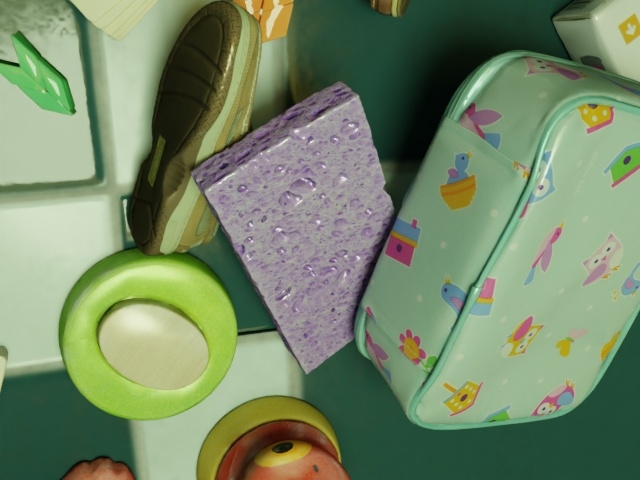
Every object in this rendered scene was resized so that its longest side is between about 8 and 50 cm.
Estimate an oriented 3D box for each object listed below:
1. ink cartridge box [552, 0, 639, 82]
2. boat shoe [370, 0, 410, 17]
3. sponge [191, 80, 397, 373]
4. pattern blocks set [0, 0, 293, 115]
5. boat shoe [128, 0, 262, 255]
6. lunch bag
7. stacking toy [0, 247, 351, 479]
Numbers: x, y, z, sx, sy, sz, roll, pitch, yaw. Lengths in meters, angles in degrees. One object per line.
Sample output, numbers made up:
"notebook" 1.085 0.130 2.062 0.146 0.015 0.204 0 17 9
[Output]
"ink cartridge box" 0.360 -0.090 0.709 0.176 0.069 0.371 -38 110 -7
"boat shoe" 0.046 -0.249 0.571 0.060 0.064 0.178 6 102 11
"sponge" 0.000 0.000 0.584 0.117 0.031 0.210 -33 135 -9
"pattern blocks set" -0.120 -0.234 0.500 0.285 0.026 0.325 32 102 -21
"boat shoe" -0.073 -0.072 0.553 0.072 0.068 0.190 -2 135 -37
"lunch bag" 0.160 0.011 0.606 0.224 0.108 0.279 1 122 -36
"stacking toy" -0.135 0.173 0.572 0.309 0.130 0.279 -27 111 -11
